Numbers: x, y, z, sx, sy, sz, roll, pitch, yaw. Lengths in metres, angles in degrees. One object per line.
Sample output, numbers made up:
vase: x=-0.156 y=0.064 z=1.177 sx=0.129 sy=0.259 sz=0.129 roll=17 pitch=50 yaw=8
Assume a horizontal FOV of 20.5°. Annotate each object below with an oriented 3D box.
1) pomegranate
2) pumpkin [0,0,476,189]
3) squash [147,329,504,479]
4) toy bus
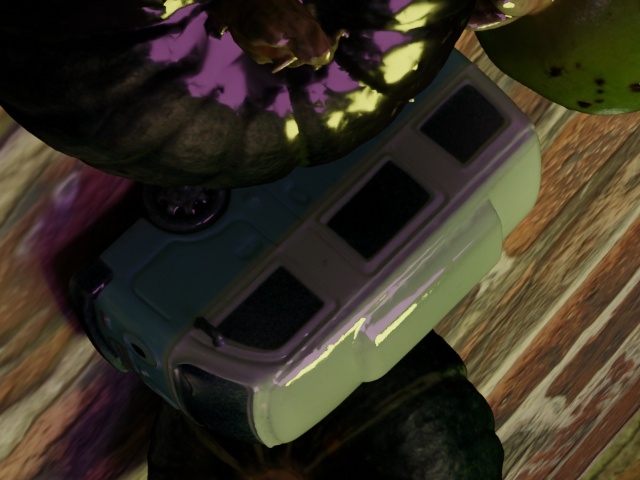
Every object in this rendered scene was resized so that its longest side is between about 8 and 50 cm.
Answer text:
pomegranate: x=0.156 y=-0.166 z=1.083 sx=0.225 sy=0.187 sz=0.187 roll=-9 pitch=136 yaw=-43
pumpkin: x=-0.039 y=-0.130 z=0.708 sx=0.250 sy=0.216 sz=0.250 roll=-11 pitch=128 yaw=-14
squash: x=0.003 y=0.160 z=1.216 sx=0.252 sy=0.252 sz=0.165 roll=-56 pitch=163 yaw=16
toy bus: x=0.000 y=0.000 z=1.056 sx=0.271 sy=0.165 sz=0.133 roll=-44 pitch=159 yaw=-15
